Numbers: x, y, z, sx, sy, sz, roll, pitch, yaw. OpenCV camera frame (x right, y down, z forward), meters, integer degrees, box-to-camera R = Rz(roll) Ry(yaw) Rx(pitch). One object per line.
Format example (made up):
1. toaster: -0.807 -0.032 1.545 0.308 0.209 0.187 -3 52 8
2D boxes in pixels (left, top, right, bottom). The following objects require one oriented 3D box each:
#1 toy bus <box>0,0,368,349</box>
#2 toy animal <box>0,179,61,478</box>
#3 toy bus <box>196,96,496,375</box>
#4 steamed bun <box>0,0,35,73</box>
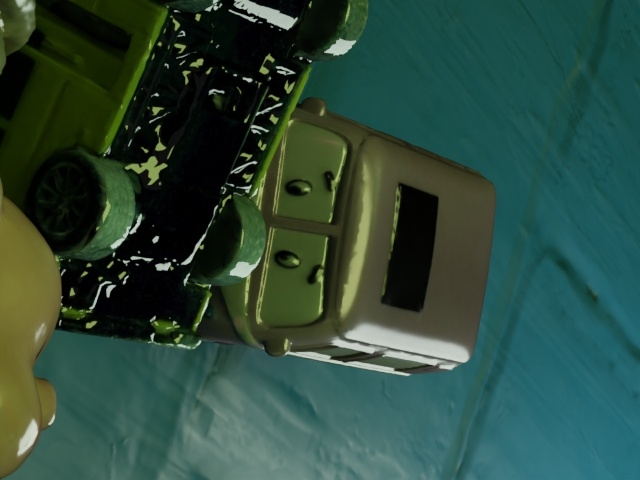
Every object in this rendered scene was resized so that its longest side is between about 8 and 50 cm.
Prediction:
1. toy bus: -0.084 -0.095 0.870 0.128 0.150 0.262 14 102 -54
2. toy animal: -0.210 0.075 0.746 0.248 0.165 0.149 -51 120 -18
3. toy bus: 0.000 0.000 1.063 0.202 0.142 0.142 16 83 -56
4. steamed bun: -0.175 -0.188 0.713 0.275 0.206 0.320 -33 126 -52
